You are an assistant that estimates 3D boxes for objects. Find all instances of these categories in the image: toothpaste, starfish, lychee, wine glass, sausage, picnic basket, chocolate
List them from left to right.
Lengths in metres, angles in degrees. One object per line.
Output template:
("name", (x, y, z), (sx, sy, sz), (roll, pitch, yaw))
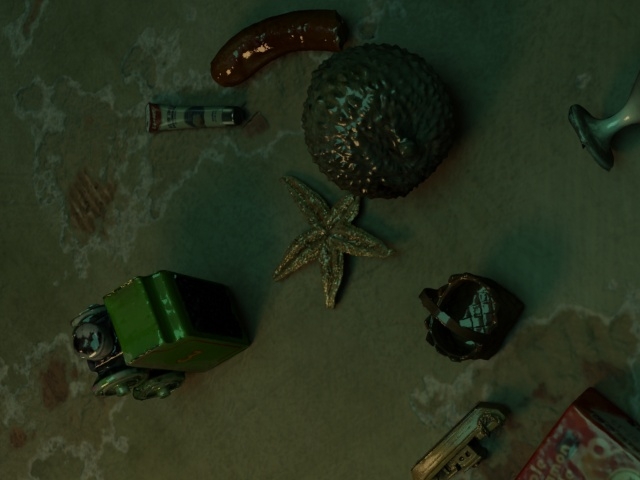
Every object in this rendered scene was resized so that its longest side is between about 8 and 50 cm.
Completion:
("toothpaste", (-0.252, -0.241, 2.179), (0.239, 0.039, 0.062), (3, 95, 35))
("sausage", (-0.079, -0.362, 2.053), (0.302, 0.076, 0.103), (-11, 79, 31))
("starfish", (-0.004, 0.000, 1.992), (0.295, 0.048, 0.231), (38, 106, 30))
("lychee", (0.091, -0.200, 1.847), (0.255, 0.255, 0.274), (-65, 27, 11))
("picnic basket", (0.222, 0.122, 1.758), (0.128, 0.178, 0.138), (37, 106, 30))
("chocolate", (0.409, 0.381, 1.661), (0.235, 0.108, 0.237), (42, 109, 29))
("wine glass", (0.498, -0.210, 1.643), (0.241, 0.126, 0.126), (-30, 71, 29))

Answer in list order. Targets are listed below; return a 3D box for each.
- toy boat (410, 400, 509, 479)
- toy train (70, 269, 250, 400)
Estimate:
("toy boat", (0.227, 0.341, 1.810), (0.072, 0.064, 0.206), (44, 112, 8))
("toy train", (-0.294, 0.174, 2.019), (0.249, 0.307, 0.173), (-30, 69, 18))
